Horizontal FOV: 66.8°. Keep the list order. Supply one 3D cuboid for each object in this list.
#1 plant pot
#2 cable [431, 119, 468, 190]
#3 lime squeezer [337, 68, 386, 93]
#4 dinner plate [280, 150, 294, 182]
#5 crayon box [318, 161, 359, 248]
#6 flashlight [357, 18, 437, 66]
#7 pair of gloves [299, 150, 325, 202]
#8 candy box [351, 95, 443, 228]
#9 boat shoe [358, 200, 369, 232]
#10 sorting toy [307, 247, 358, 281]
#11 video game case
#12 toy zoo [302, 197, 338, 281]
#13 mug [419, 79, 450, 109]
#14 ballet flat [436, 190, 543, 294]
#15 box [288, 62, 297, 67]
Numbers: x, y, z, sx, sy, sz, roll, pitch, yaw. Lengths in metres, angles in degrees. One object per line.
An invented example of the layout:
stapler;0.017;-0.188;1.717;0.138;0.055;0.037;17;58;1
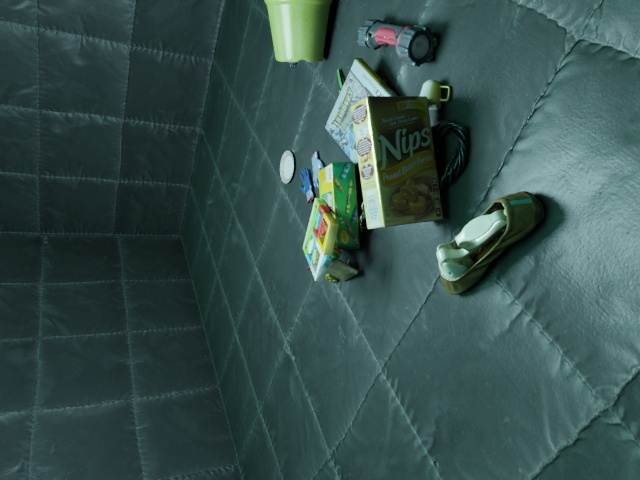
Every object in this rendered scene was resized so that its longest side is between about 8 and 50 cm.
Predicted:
plant pot;-0.080;-0.795;1.792;0.276;0.276;0.253;-140;44;-56
cable;0.308;-0.217;1.235;0.184;0.047;0.150;-52;45;48
lime squeezer;0.104;-0.504;1.617;0.310;0.059;0.110;44;128;55
dinner plate;-0.142;-0.320;2.114;0.141;0.017;0.141;-2;88;63
crayon box;0.059;-0.109;1.612;0.165;0.081;0.278;177;89;-75
flashlight;0.204;-0.569;1.385;0.304;0.103;0.103;44;130;52
pair of gloves;-0.031;-0.243;1.900;0.198;0.023;0.159;-50;45;49
candy box;0.193;-0.196;1.218;0.087;0.183;0.316;-4;94;63
boat shoe;0.152;-0.083;1.523;0.042;0.049;0.133;-114;30;-45
sorting toy;0.049;0.080;1.634;0.046;0.132;0.274;-67;9;-21
video game case;0.130;-0.380;1.521;0.248;0.035;0.275;55;138;26
toy zoo;0.000;0.000;1.525;0.293;0.030;0.192;-117;38;-65
mug;0.296;-0.381;1.267;0.062;0.078;0.064;33;-114;-85
ballet flat;0.340;0.013;1.087;0.342;0.124;0.116;-53;44;48
box;-0.120;-0.836;2.075;0.116;0.029;0.162;-59;39;44
